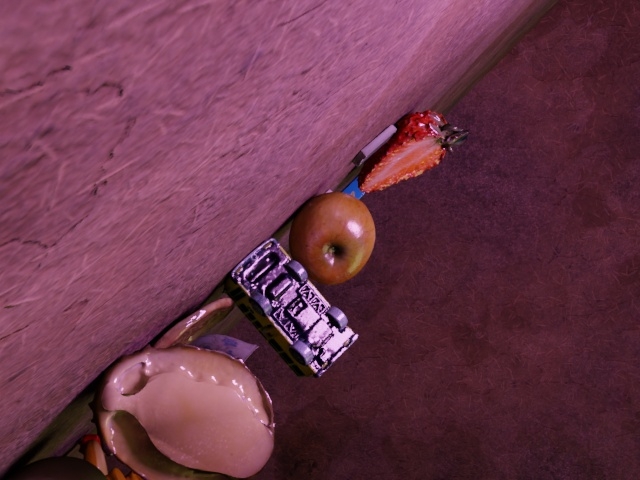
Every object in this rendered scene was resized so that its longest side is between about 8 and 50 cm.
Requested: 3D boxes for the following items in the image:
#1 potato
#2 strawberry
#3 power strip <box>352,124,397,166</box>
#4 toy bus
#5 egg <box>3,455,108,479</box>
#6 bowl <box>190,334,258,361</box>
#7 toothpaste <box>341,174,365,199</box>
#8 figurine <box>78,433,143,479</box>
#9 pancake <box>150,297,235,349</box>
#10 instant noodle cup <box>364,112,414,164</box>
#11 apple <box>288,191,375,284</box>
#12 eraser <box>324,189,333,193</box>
[{"bbox_3d":[-0.225,0.281,1.086,0.242,0.285,0.243,-168,-90,-77],"label":"potato"},{"bbox_3d":[0.198,-0.220,1.549,0.286,0.106,0.188,-28,155,23],"label":"strawberry"},{"bbox_3d":[0.119,-0.204,1.413,0.136,0.019,0.051,-43,176,-31],"label":"power strip"},{"bbox_3d":[-0.069,0.137,1.321,0.128,0.262,0.150,-42,-176,-25],"label":"toy bus"},{"bbox_3d":[-0.454,0.462,1.076,0.253,0.188,0.188,-39,178,1],"label":"egg"},{"bbox_3d":[-0.310,0.318,1.625,0.313,0.146,0.313,-43,179,-1],"label":"bowl"},{"bbox_3d":[0.077,-0.118,1.866,0.266,0.050,0.065,-44,-179,-4],"label":"toothpaste"},{"bbox_3d":[-0.556,0.632,1.476,0.387,0.268,0.401,-47,-177,-3],"label":"figurine"},{"bbox_3d":[-0.268,0.187,1.259,0.250,0.031,0.250,-38,174,-4],"label":"pancake"},{"bbox_3d":[0.198,-0.236,1.689,0.179,0.070,0.157,-44,176,15],"label":"instant noodle cup"},{"bbox_3d":[0.023,-0.009,1.342,0.182,0.182,0.155,-45,-159,15],"label":"apple"},{"bbox_3d":[0.002,-0.083,1.523,0.038,0.019,0.083,-45,179,-30],"label":"eraser"}]
